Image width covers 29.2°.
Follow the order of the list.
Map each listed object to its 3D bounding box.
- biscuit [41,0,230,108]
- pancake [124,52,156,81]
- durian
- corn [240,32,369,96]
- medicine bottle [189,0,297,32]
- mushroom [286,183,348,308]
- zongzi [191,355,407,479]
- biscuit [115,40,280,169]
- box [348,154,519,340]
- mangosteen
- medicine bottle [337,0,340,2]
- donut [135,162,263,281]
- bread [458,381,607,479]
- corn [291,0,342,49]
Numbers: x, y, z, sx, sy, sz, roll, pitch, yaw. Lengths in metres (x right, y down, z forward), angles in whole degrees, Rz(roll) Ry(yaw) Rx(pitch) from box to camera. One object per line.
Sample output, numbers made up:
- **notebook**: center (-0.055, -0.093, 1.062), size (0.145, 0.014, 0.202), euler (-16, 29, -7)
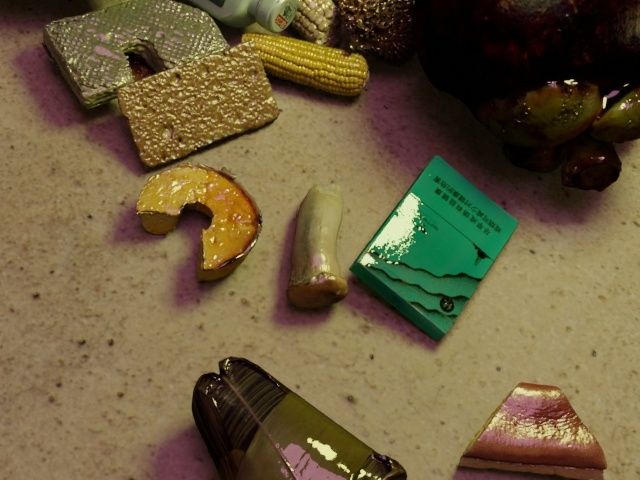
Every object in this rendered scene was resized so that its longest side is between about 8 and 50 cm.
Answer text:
- **biscuit**: center (-0.269, -0.288, 1.809), size (0.250, 0.046, 0.147), euler (-21, 65, -24)
- **pancake**: center (-0.252, -0.281, 1.853), size (0.158, 0.028, 0.158), euler (5, 60, -9)
- **durian**: center (0.101, -0.335, 1.878), size (0.188, 0.091, 0.148), euler (-40, 102, -42)
- **corn**: center (-0.025, -0.268, 1.862), size (0.203, 0.072, 0.072), euler (14, 59, -3)
- **medicine bottle**: center (-0.140, -0.398, 1.877), size (0.229, 0.083, 0.121), euler (35, 96, 22)
- **mushroom**: center (0.000, 0.000, 1.712), size (0.084, 0.071, 0.209), euler (-10, 52, 19)
- **zongzi**: center (-0.092, 0.328, 1.466), size (0.289, 0.154, 0.317), euler (33, 65, 18)
- **biscuit**: center (-0.177, -0.198, 1.787), size (0.231, 0.025, 0.131), euler (-22, 99, -22)
- **box**: center (0.164, 0.007, 1.737), size (0.161, 0.042, 0.226), euler (38, 60, -2)
- **mangosteen**: center (0.346, -0.304, 1.789), size (0.421, 0.381, 0.381), euler (45, 61, 0)
- **medicine bottle**: center (0.080, -0.515, 2.023), size (0.111, 0.076, 0.309), euler (28, 59, -6)
- **donut**: center (-0.159, -0.028, 1.698), size (0.181, 0.078, 0.146), euler (38, 59, 19)
- **bread**: center (0.282, 0.251, 1.618), size (0.193, 0.067, 0.119), euler (9, 66, -4)
- **corn**: center (-0.035, -0.386, 1.920), size (0.087, 0.087, 0.211), euler (-35, 72, -26)
